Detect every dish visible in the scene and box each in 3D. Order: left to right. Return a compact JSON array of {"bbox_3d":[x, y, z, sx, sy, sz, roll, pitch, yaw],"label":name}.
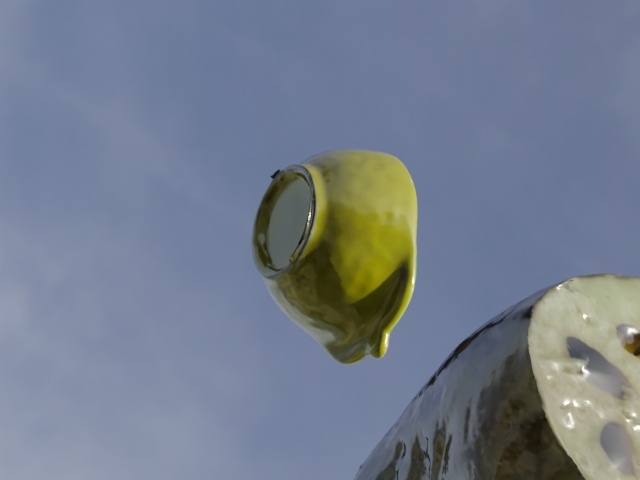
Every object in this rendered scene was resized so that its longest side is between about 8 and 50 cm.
[{"bbox_3d":[0.000,0.000,1.391,0.080,0.208,0.149,20,-55,-29],"label":"dish"}]

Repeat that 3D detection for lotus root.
[{"bbox_3d":[0.143,0.190,1.199,0.250,0.250,0.346,46,-48,7],"label":"lotus root"}]
